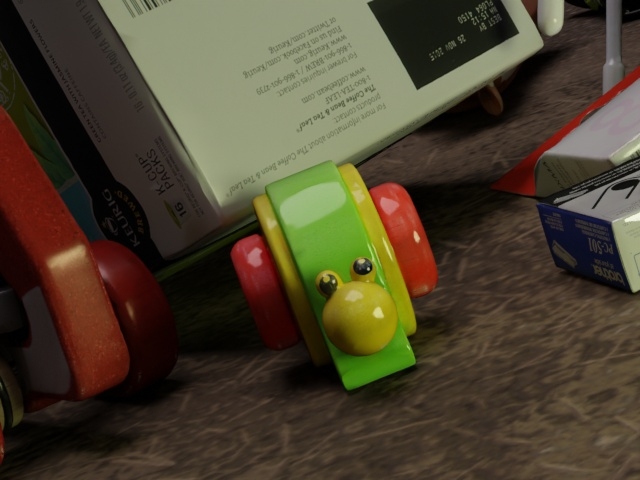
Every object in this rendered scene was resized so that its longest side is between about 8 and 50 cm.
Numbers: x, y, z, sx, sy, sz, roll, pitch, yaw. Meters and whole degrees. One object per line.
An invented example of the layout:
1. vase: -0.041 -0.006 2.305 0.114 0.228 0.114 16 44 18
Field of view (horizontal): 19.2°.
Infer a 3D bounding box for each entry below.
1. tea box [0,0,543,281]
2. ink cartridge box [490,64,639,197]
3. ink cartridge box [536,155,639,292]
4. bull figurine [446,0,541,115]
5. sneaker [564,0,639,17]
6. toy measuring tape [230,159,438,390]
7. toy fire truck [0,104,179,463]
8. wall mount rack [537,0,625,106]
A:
1. tea box: -0.085 -0.114 1.353 0.329 0.220 0.323 -31 -1 -39
2. ink cartridge box: 0.218 -0.098 1.276 0.189 0.066 0.232 -38 22 -13
3. ink cartridge box: 0.239 -0.036 1.099 0.207 0.046 0.097 -23 15 -15
4. bull figurine: 0.115 -0.172 1.704 0.188 0.101 0.310 -15 14 28
5. sneaker: 0.292 -0.261 1.847 0.097 0.084 0.235 -29 16 -31
6. toy measuring tape: 0.000 0.000 1.155 0.121 0.121 0.330 -20 13 -2
7. toy fire truck: -0.236 0.003 1.174 0.169 0.254 0.302 -28 16 -32
8. wall mount rack: 0.240 -0.271 1.371 0.304 0.130 0.350 -51 -24 5
